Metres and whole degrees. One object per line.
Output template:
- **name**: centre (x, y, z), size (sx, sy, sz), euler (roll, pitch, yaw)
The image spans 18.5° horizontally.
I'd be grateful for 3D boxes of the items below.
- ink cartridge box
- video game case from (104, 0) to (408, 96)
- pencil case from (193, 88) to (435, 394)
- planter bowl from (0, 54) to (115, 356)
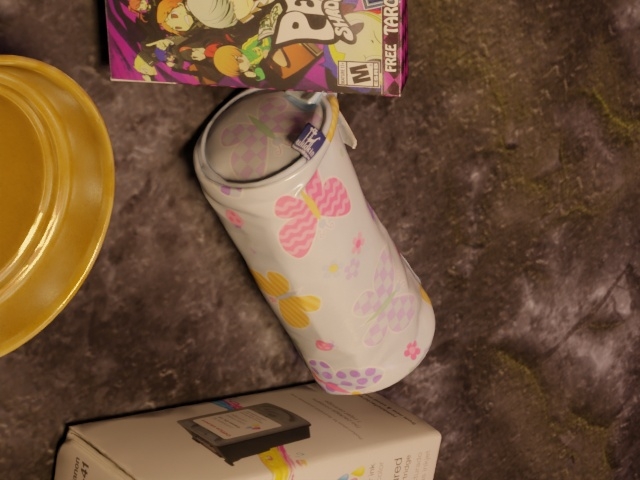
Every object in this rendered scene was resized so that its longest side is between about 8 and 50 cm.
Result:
- **ink cartridge box**: centre (-0.065, 0.251, 1.586), size (0.306, 0.131, 0.226), euler (-8, 117, -43)
- **video game case**: centre (-0.045, -0.213, 1.321), size (0.042, 0.210, 0.232), euler (-70, 162, -60)
- **pencil case**: centre (0.000, 0.000, 1.530), size (0.124, 0.113, 0.273), euler (-55, 139, -28)
- **planter bowl**: centre (-0.248, -0.030, 1.287), size (0.217, 0.090, 0.217), euler (-23, 126, -35)
